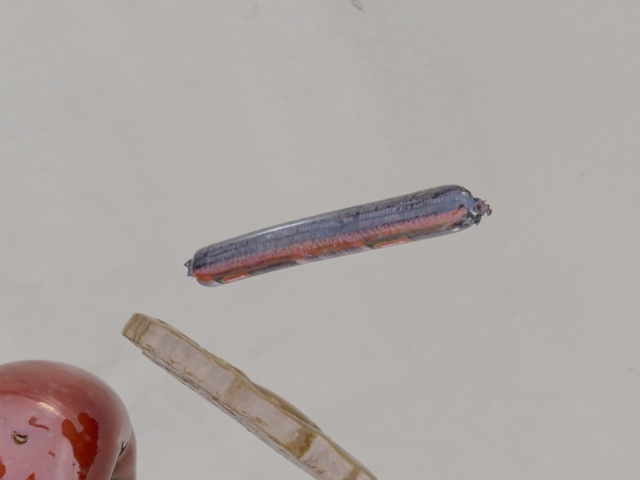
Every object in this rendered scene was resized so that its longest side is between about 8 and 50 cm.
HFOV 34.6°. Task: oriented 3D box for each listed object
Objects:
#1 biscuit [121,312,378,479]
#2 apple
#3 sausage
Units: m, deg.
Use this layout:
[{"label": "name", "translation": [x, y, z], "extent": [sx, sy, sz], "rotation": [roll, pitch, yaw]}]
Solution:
[{"label": "biscuit", "translation": [-0.060, 0.164, 0.989], "extent": [0.295, 0.186, 0.044], "rotation": [33, 79, 12]}, {"label": "apple", "translation": [-0.323, 0.259, 1.140], "extent": [0.216, 0.260, 0.260], "rotation": [9, 101, 2]}, {"label": "sausage", "translation": [0.000, 0.000, 0.528], "extent": [0.198, 0.028, 0.025], "rotation": [-13, 65, 38]}]
